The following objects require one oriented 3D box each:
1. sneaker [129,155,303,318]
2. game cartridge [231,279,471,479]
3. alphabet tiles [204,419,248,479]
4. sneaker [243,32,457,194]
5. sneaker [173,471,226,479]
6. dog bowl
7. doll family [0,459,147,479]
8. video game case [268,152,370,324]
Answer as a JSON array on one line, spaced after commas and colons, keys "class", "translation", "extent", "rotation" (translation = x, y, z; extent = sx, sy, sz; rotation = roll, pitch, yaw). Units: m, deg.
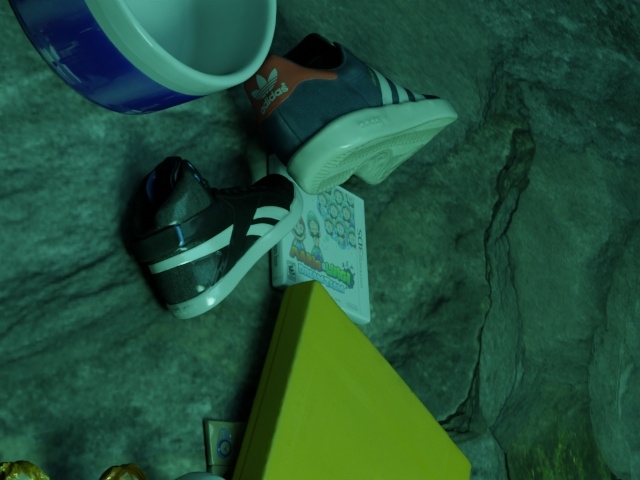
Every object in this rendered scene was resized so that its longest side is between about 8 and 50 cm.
[{"class": "sneaker", "translation": [-0.092, -0.036, 1.263], "extent": [0.121, 0.079, 0.217], "rotation": [62, 34, -19]}, {"class": "game cartridge", "translation": [0.035, 0.243, 1.355], "extent": [0.323, 0.053, 0.285], "rotation": [50, 38, -32]}, {"class": "alphabet tiles", "translation": [-0.023, 0.270, 1.302], "extent": [0.237, 0.009, 0.198], "rotation": [17, 62, -55]}, {"class": "sneaker", "translation": [0.032, -0.146, 1.480], "extent": [0.148, 0.131, 0.350], "rotation": [52, 18, 9]}, {"class": "sneaker", "translation": [-0.086, 0.326, 1.080], "extent": [0.123, 0.106, 0.290], "rotation": [-2, 80, -61]}, {"class": "dog bowl", "translation": [-0.156, -0.247, 1.235], "extent": [0.265, 0.104, 0.265], "rotation": [30, 52, -49]}, {"class": "doll family", "translation": [-0.181, 0.235, 0.994], "extent": [0.263, 0.118, 0.163], "rotation": [2, 80, -39]}, {"class": "video game case", "translation": [0.000, 0.000, 1.451], "extent": [0.157, 0.019, 0.143], "rotation": [27, 54, -50]}]
